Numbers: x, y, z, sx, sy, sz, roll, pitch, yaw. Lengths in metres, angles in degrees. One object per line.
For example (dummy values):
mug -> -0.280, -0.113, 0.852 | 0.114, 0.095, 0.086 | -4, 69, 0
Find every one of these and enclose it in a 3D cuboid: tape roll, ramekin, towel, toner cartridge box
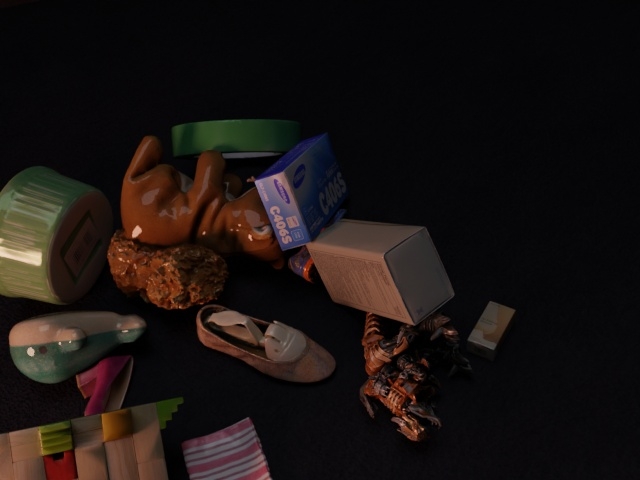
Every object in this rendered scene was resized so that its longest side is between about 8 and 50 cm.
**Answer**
tape roll -> -0.207, -0.247, 1.911 | 0.321, 0.077, 0.321 | -2, 3, 0
ramekin -> -0.592, -0.003, 1.714 | 0.148, 0.303, 0.303 | 15, 49, 12
towel -> -0.165, 0.426, 1.398 | 0.144, 0.029, 0.197 | -19, 46, -10
toner cartridge box -> -0.032, -0.119, 1.732 | 0.075, 0.165, 0.348 | -17, 16, 21

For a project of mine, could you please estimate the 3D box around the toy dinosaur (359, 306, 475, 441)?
toy dinosaur -> 0.159, 0.227, 1.473 | 0.218, 0.164, 0.322 | -29, 62, 1

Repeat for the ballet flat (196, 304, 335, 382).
ballet flat -> -0.122, 0.203, 1.560 | 0.316, 0.106, 0.107 | 12, 48, 20

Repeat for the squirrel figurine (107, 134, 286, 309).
squirrel figurine -> -0.262, -0.001, 1.724 | 0.371, 0.281, 0.396 | 17, 64, 10

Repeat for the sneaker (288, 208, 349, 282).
sneaker -> 0.000, 0.000, 1.767 | 0.087, 0.083, 0.221 | 15, 47, 29

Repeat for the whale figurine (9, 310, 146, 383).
whale figurine -> -0.497, 0.216, 1.590 | 0.272, 0.141, 0.216 | -5, -1, -16

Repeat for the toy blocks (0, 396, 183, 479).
toy blocks -> -0.407, 0.433, 1.301 | 0.382, 0.191, 0.260 | -8, 81, -21

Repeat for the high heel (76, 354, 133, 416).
high heel -> -0.398, 0.324, 1.507 | 0.117, 0.082, 0.244 | -24, 37, -12

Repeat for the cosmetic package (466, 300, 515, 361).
cosmetic package -> 0.346, 0.182, 1.554 | 0.060, 0.041, 0.115 | 18, 51, 25

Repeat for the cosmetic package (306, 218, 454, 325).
cosmetic package -> 0.110, 0.054, 1.544 | 0.113, 0.160, 0.309 | -33, 20, -23
